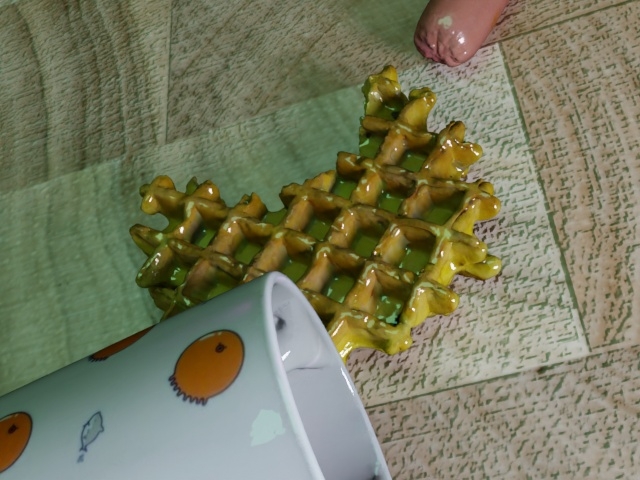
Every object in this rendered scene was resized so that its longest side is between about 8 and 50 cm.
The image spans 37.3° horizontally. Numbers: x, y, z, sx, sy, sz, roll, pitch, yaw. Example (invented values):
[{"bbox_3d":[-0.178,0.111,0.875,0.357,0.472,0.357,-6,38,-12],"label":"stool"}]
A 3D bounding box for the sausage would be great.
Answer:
[{"bbox_3d":[0.138,-0.222,0.859,0.062,0.062,0.154,16,62,32],"label":"sausage"}]

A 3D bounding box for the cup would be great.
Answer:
[{"bbox_3d":[-0.128,0.175,0.575,0.317,0.212,0.212,-23,49,7],"label":"cup"}]

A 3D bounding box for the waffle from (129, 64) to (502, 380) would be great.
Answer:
[{"bbox_3d":[0.000,0.000,0.752,0.293,0.069,0.259,-25,51,1],"label":"waffle"}]
